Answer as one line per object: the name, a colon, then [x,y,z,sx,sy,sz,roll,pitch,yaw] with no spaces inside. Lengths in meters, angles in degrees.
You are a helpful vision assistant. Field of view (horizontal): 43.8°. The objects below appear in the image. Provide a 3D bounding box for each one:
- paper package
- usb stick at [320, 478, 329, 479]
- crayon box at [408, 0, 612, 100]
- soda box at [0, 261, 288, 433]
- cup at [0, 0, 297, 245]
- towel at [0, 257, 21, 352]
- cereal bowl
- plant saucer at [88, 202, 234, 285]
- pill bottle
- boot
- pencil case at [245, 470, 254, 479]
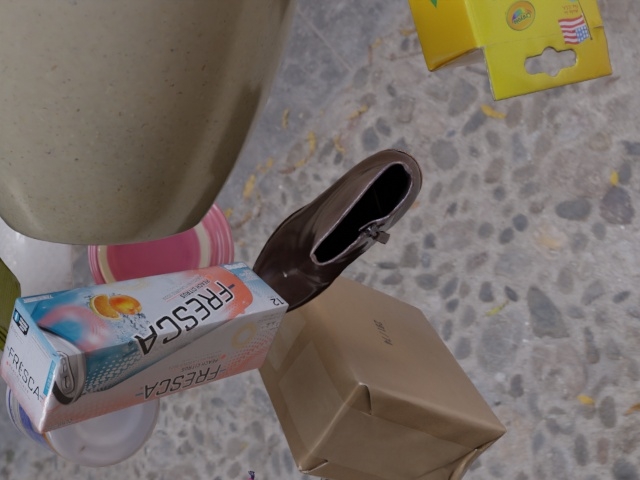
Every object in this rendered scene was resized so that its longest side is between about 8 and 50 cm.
paper package: [0.075,0.213,1.242,0.168,0.309,0.325,-56,33,18]
usb stick: [0.035,0.419,1.461,0.045,0.077,0.278,22,102,-4]
crayon box: [0.176,-0.301,0.825,0.081,0.202,0.319,-14,92,56]
soda box: [-0.109,0.064,0.527,0.058,0.183,0.063,40,121,31]
cup: [-0.178,-0.133,0.653,0.331,0.331,0.237,16,114,36]
towel: [-0.329,0.000,0.710,0.021,0.237,0.102,-17,47,2]
cereal bowl: [-0.551,0.021,1.445,0.339,0.141,0.339,4,95,61]
plant saucer: [-0.359,0.025,1.763,0.331,0.084,0.333,0,92,3]
pill bottle: [-0.341,0.216,1.097,0.272,0.152,0.153,-6,77,56]
boot: [0.000,0.000,0.805,0.248,0.207,0.090,-44,90,11]
pencil case: [-0.205,0.508,1.469,0.098,0.209,0.095,141,110,-71]
